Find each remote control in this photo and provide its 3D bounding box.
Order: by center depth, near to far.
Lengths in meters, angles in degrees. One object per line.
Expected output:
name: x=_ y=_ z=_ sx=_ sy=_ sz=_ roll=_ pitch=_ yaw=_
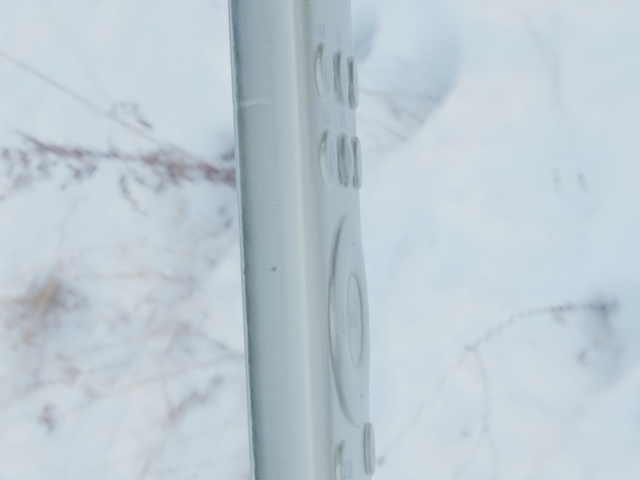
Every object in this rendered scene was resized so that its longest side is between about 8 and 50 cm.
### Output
remote control: x=0.000 y=0.000 z=0.449 sx=0.029 sy=0.067 sz=0.261 roll=-2 pitch=90 yaw=11
